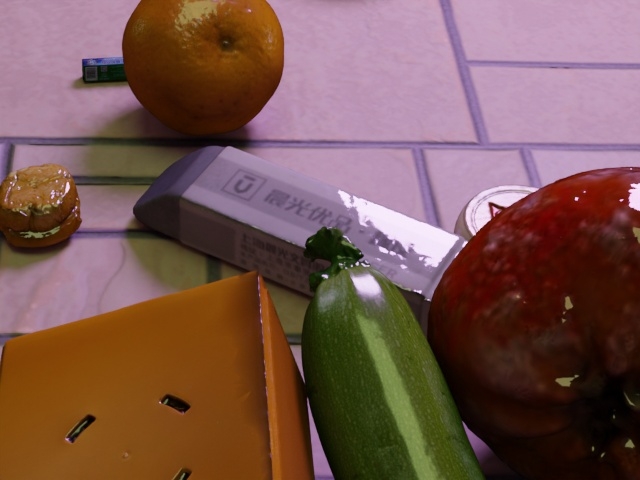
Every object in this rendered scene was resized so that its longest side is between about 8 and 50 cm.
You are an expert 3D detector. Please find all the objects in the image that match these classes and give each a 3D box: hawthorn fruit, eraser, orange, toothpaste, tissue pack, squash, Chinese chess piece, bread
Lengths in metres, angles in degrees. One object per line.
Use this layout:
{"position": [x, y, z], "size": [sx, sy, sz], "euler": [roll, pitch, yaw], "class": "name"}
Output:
{"position": [0.228, 0.075, 1.109], "size": [0.284, 0.284, 0.284], "euler": [3, 39, -3], "class": "hawthorn fruit"}
{"position": [0.000, 0.000, 1.313], "size": [0.351, 0.061, 0.089], "euler": [22, 49, 18], "class": "eraser"}
{"position": [-0.113, -0.177, 1.462], "size": [0.159, 0.159, 0.136], "euler": [-15, 5, -23], "class": "orange"}
{"position": [-0.198, -0.173, 1.542], "size": [0.083, 0.020, 0.017], "euler": [-5, 36, -12], "class": "toothpaste"}
{"position": [-0.103, 0.181, 0.980], "size": [0.194, 0.145, 0.275], "euler": [-13, 40, 7], "class": "tissue pack"}
{"position": [0.060, 0.155, 1.040], "size": [0.101, 0.101, 0.379], "euler": [-11, 64, -20], "class": "squash"}
{"position": [0.177, 0.002, 1.342], "size": [0.122, 0.051, 0.122], "euler": [4, 38, -3], "class": "Chinese chess piece"}
{"position": [-0.248, -0.031, 1.341], "size": [0.081, 0.046, 0.083], "euler": [-30, 52, -29], "class": "bread"}
